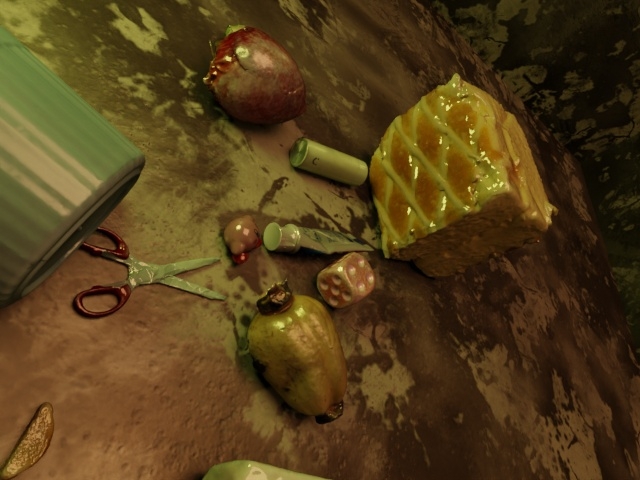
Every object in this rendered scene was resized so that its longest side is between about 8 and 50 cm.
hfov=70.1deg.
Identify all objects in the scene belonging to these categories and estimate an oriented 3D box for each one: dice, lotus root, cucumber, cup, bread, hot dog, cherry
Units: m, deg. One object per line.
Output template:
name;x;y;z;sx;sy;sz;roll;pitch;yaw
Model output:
dice;0.054;0.086;0.975;0.093;0.094;0.091;-35;96;-49
lotus root;-0.041;0.191;0.791;0.154;0.140;0.257;-24;92;-19
cucumber;-0.191;-0.493;1.130;0.107;0.035;0.067;-35;102;-56
cup;-0.411;-0.105;0.542;0.311;0.331;0.257;43;70;-16
bread;0.342;-0.146;1.180;0.279;0.371;0.390;14;58;-37
hot dog;-0.343;0.243;0.549;0.034;0.030;0.090;37;46;-24
cherry;-0.129;-0.348;1.004;0.249;0.175;0.192;28;38;-33

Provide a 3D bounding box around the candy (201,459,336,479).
candy;-0.011;0.456;0.656;0.358;0.145;0.208;27;52;-30

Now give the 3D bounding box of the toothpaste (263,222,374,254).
toothpaste;0.000;0.000;0.994;0.266;0.061;0.096;3;24;-43

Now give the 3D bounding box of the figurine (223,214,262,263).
figurine;-0.148;-0.006;0.855;0.066;0.071;0.083;7;41;7

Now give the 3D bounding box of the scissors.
scissors;-0.267;0.055;0.746;0.247;0.017;0.144;9;61;-42

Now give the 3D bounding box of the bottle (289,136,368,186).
bottle;0.024;-0.190;1.125;0.201;0.072;0.072;12;59;-38
